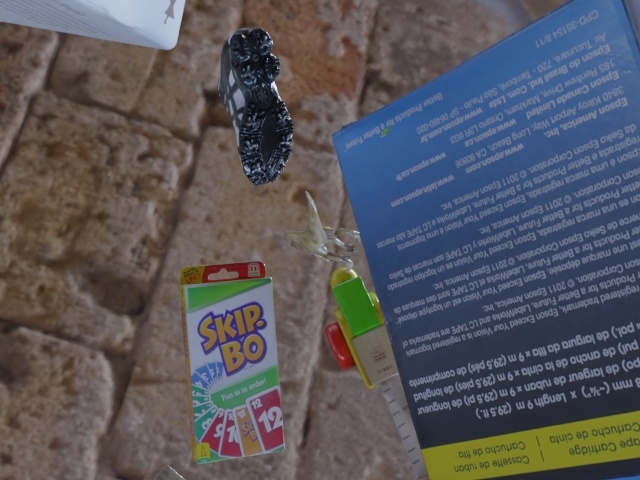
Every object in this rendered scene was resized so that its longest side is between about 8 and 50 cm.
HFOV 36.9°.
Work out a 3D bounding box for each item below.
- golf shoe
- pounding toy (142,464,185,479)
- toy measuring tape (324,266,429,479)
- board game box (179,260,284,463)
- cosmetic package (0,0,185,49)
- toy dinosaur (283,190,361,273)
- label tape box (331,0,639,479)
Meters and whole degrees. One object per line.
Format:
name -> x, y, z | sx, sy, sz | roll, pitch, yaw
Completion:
golf shoe -> -0.087, -0.171, 1.231 | 0.094, 0.077, 0.198 | 18, -66, 61
pounding toy -> -0.220, 0.382, 1.324 | 0.100, 0.130, 0.141 | -51, -174, -33
toy measuring tape -> 0.090, 0.187, 1.323 | 0.330, 0.121, 0.121 | 66, -29, 20
board game box -> -0.119, 0.160, 1.289 | 0.039, 0.124, 0.260 | 168, -82, -68
cosmetic package -> -0.381, -0.449, 1.169 | 0.329, 0.393, 0.328 | 6, 96, -76
toy dinosaur -> 0.000, 0.000, 1.172 | 0.183, 0.092, 0.053 | 116, -9, -74
label tape box -> 0.159, 0.044, 0.604 | 0.240, 0.105, 0.334 | -23, -102, 46
